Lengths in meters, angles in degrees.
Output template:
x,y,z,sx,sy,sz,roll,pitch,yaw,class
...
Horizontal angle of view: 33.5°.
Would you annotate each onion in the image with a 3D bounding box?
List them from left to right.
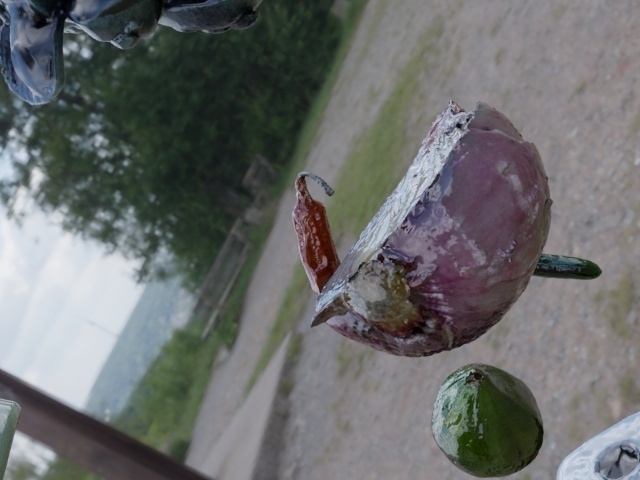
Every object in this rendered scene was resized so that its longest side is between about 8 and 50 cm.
x,y,z,sx,sy,sz,roll,pitch,yaw,class
0.147,-0.018,1.090,0.267,0.159,0.349,-46,7,41,onion

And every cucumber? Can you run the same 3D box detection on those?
x,y,z,sx,sy,sz,roll,pitch,yaw,class
0.285,0.031,1.432,0.033,0.184,0.036,-68,-15,-65,cucumber

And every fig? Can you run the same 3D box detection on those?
x,y,z,sx,sy,sz,roll,pitch,yaw,class
0.179,0.179,1.144,0.156,0.123,0.123,84,-158,-47,fig

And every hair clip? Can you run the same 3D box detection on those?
x,y,z,sx,sy,sz,roll,pitch,yaw,class
-0.203,-0.245,0.919,0.310,0.195,0.206,7,33,42,hair clip

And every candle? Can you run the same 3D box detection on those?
x,y,z,sx,sy,sz,roll,pitch,yaw,class
0.000,0.000,1.158,0.053,0.048,0.162,-42,-53,-42,candle

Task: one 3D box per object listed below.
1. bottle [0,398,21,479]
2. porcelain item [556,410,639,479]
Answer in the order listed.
x,y,z,sx,sy,sz,roll,pitch,yaw,class
-0.555,0.269,1.260,0.229,0.351,0.229,-167,90,-76,bottle
0.483,0.429,1.392,0.242,0.405,0.178,-34,19,6,porcelain item
